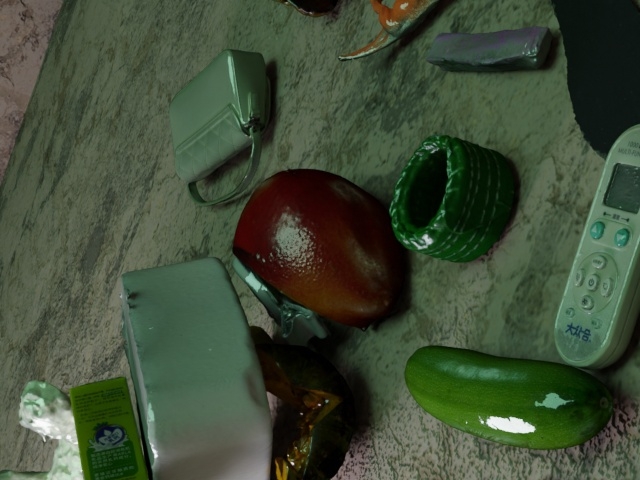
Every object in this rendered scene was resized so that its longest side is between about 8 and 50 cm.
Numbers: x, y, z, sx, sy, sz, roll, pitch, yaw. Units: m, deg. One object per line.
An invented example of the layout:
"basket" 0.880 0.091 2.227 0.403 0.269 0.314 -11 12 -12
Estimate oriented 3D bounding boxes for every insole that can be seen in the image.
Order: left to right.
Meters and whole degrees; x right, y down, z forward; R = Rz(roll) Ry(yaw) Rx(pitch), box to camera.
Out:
"insole" 0.268 -0.206 1.144 0.110 0.012 0.309 -50 36 40

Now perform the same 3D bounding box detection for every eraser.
"eraser" -0.150 0.217 1.439 0.331 0.150 0.331 172 90 -77

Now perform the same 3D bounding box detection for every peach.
"peach" -0.006 -0.002 1.397 0.158 0.154 0.267 -67 28 11

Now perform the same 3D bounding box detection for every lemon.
"lemon" -0.092 0.157 1.570 0.065 0.065 0.092 -33 42 52

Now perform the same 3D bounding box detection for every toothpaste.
"toothpaste" -0.242 0.308 1.399 0.327 0.077 0.110 -117 19 -53

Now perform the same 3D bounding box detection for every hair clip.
"hair clip" -0.053 0.077 1.485 0.054 0.140 0.220 -41 32 -3

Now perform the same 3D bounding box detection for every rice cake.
"rice cake" 0.184 -0.208 1.276 0.207 0.036 0.047 18 88 63

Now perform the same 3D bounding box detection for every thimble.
"thimble" 0.138 -0.045 1.222 0.118 0.090 0.130 -3 76 58

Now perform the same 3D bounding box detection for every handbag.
"handbag" -0.155 -0.163 1.842 0.256 0.079 0.219 -28 64 54

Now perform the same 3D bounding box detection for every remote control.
"remote control" 0.263 0.007 1.021 0.078 0.042 0.221 25 97 63

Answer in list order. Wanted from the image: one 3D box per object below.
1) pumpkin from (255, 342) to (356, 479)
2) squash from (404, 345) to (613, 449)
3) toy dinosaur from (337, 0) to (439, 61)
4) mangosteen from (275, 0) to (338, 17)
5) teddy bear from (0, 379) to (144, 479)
"pumpkin" -0.013 0.204 1.356 0.119 0.108 0.183 126 136 -70
"squash" 0.163 0.147 1.091 0.292 0.082 0.082 1 77 63
"toy dinosaur" 0.119 -0.303 1.426 0.279 0.055 0.101 -47 48 39
"mangosteen" -0.028 -0.408 1.643 0.200 0.200 0.200 -36 47 50
"teddy bear" -0.374 0.439 1.711 0.362 0.327 0.375 -61 -13 -15
